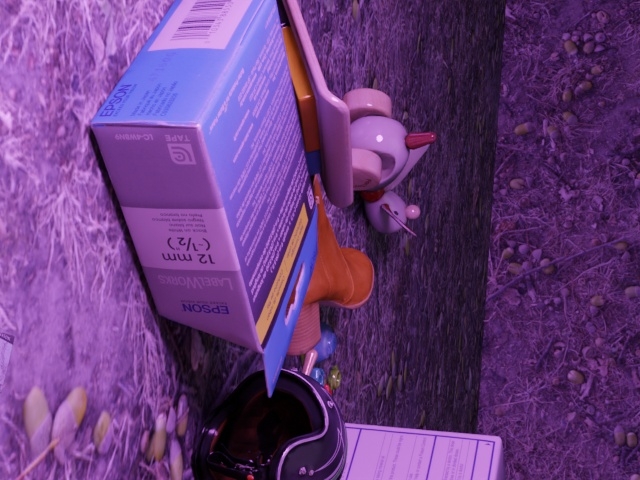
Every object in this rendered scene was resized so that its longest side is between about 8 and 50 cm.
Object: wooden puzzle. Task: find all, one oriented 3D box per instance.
[{"bbox_3d":[-0.024,-0.180,1.252,0.221,0.044,0.238,85,-16,-61],"label":"wooden puzzle"}]

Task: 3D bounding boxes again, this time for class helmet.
[{"bbox_3d":[-0.047,0.233,1.213,0.161,0.170,0.169,-43,135,-46],"label":"helmet"}]

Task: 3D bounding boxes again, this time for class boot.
[{"bbox_3d":[-0.001,0.000,1.446,0.295,0.104,0.211,-49,138,-59],"label":"boot"}]

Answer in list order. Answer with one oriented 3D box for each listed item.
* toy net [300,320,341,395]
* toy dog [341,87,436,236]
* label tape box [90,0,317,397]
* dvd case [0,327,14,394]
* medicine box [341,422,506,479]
[{"bbox_3d":[-0.023,0.204,1.505,0.232,0.045,0.122,-52,143,-61],"label":"toy net"},{"bbox_3d":[0.126,-0.118,1.763,0.334,0.161,0.220,18,75,-73],"label":"toy dog"},{"bbox_3d":[-0.096,-0.047,1.106,0.249,0.115,0.347,-71,158,-47],"label":"label tape box"},{"bbox_3d":[-0.254,0.111,0.756,0.087,0.013,0.119,57,37,-63],"label":"dvd case"},{"bbox_3d":[0.099,0.403,1.495,0.263,0.290,0.149,-68,154,-50],"label":"medicine box"}]
